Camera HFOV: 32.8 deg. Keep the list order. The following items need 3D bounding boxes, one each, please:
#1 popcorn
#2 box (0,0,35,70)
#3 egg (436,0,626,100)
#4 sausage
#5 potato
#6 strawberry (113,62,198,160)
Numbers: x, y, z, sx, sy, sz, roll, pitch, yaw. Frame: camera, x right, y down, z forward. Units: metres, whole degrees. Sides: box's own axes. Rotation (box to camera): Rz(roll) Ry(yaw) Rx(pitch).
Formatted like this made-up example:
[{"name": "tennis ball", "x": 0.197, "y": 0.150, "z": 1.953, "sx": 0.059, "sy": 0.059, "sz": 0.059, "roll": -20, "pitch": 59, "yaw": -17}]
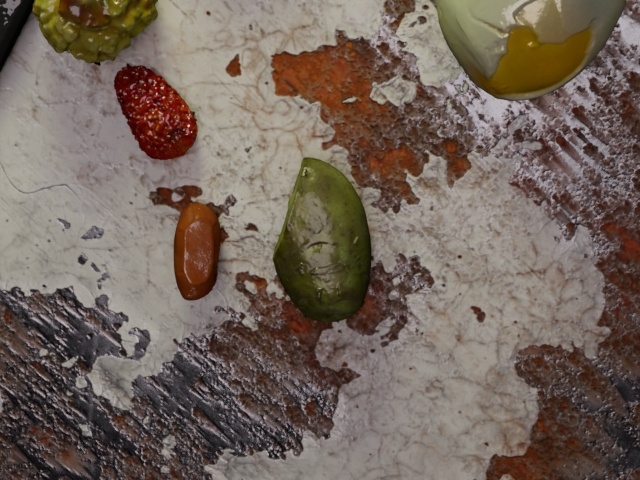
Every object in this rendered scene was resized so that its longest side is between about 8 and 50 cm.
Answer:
[{"name": "popcorn", "x": -0.384, "y": -0.409, "z": 1.843, "sx": 0.189, "sy": 0.169, "sz": 0.218, "roll": 44, "pitch": 65, "yaw": 0}, {"name": "box", "x": -0.656, "y": -0.425, "z": 1.892, "sx": 0.290, "sy": 0.073, "sz": 0.289, "roll": 31, "pitch": 107, "yaw": -3}, {"name": "egg", "x": 0.345, "y": -0.397, "z": 1.739, "sx": 0.283, "sy": 0.283, "sz": 0.345, "roll": 43, "pitch": 97, "yaw": -6}, {"name": "sausage", "x": -0.223, "y": 0.019, "z": 1.966, "sx": 0.089, "sy": 0.089, "sz": 0.179, "roll": 1, "pitch": 93, "yaw": 3}, {"name": "potato", "x": 0.000, "y": 0.000, "z": 1.923, "sx": 0.176, "sy": 0.141, "sz": 0.298, "roll": -8, "pitch": 95, "yaw": -8}, {"name": "strawberry", "x": -0.302, "y": -0.222, "z": 1.920, "sx": 0.121, "sy": 0.082, "sz": 0.188, "roll": -38, "pitch": 100, "yaw": 13}]
